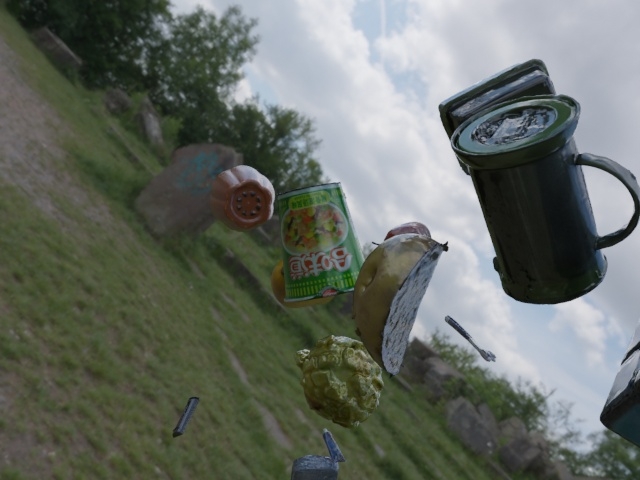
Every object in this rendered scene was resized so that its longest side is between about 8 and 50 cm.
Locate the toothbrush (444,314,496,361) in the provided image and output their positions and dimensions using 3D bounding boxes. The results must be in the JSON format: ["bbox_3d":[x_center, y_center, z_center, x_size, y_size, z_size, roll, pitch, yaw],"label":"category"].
[{"bbox_3d":[0.376,0.245,1.628,0.026,0.024,0.288,6,11,-12],"label":"toothbrush"}]

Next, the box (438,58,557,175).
[{"bbox_3d":[0.459,-0.309,1.617,0.220,0.291,0.166,61,4,-25],"label":"box"}]

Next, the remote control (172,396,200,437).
[{"bbox_3d":[-0.263,0.341,1.240,0.016,0.034,0.091,52,29,-21],"label":"remote control"}]

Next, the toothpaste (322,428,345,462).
[{"bbox_3d":[0.023,0.411,1.280,0.083,0.027,0.019,57,-41,48],"label":"toothpaste"}]

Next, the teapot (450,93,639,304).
[{"bbox_3d":[0.386,-0.054,1.060,0.271,0.200,0.336,-2,-56,37],"label":"teapot"}]

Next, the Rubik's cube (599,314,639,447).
[{"bbox_3d":[0.651,0.151,0.855,0.359,0.362,0.363,28,-37,17],"label":"Rubik's cube"}]

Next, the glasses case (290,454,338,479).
[{"bbox_3d":[-0.019,0.591,1.572,0.282,0.109,0.067,97,-9,-51],"label":"glasses case"}]

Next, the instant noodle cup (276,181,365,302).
[{"bbox_3d":[0.000,0.000,1.372,0.207,0.207,0.232,172,-92,-84],"label":"instant noodle cup"}]

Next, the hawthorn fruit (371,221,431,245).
[{"bbox_3d":[0.264,0.016,2.076,0.157,0.194,0.156,0,90,-87],"label":"hawthorn fruit"}]

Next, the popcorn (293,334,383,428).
[{"bbox_3d":[0.046,0.349,1.582,0.217,0.181,0.234,-2,-58,24],"label":"popcorn"}]

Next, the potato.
[{"bbox_3d":[0.096,0.097,0.985,0.098,0.243,0.138,26,17,29],"label":"potato"}]

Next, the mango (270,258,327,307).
[{"bbox_3d":[-0.031,0.109,1.636,0.119,0.177,0.317,65,3,21],"label":"mango"}]

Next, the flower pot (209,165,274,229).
[{"bbox_3d":[-0.209,-0.109,1.745,0.190,0.191,0.173,49,-4,-13],"label":"flower pot"}]
